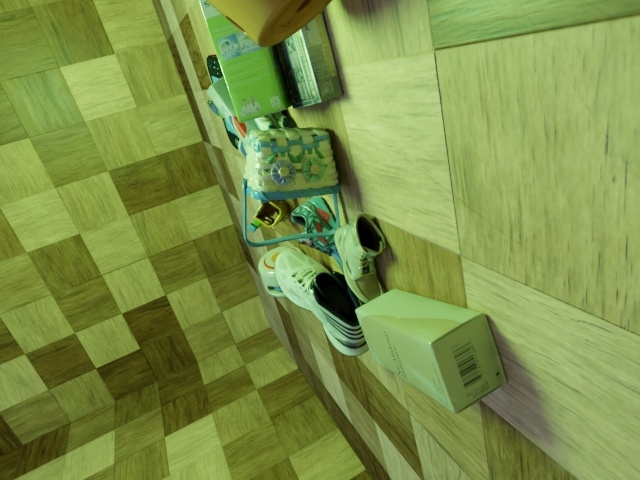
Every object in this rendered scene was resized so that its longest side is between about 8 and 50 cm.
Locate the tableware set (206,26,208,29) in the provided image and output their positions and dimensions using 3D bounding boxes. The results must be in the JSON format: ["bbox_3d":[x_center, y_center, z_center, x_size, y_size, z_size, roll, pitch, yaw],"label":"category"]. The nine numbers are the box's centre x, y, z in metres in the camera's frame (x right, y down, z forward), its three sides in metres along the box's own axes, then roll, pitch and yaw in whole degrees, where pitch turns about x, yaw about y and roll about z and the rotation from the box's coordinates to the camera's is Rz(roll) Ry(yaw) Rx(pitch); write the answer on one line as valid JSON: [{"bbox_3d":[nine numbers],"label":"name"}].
[{"bbox_3d":[-0.329,-0.755,1.384,0.194,0.039,0.128,36,134,49],"label":"tableware set"}]

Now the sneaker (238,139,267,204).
[{"bbox_3d":[-0.207,-0.292,1.497,0.182,0.127,0.316,-160,56,-72],"label":"sneaker"}]

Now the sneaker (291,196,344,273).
[{"bbox_3d":[0.000,0.000,1.209,0.262,0.125,0.104,58,161,28],"label":"sneaker"}]

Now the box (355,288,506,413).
[{"bbox_3d":[0.204,0.204,0.863,0.148,0.121,0.311,68,163,-7],"label":"box"}]

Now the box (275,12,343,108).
[{"bbox_3d":[-0.041,-0.413,0.918,0.183,0.056,0.231,27,137,65],"label":"box"}]

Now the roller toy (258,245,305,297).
[{"bbox_3d":[-0.142,0.126,1.685,0.209,0.191,0.146,43,152,52],"label":"roller toy"}]

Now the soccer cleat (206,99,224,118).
[{"bbox_3d":[-0.285,-0.498,1.461,0.121,0.093,0.289,39,152,-28],"label":"soccer cleat"}]

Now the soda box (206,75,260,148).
[{"bbox_3d":[-0.227,-0.376,1.329,0.286,0.098,0.091,55,164,-18],"label":"soda box"}]

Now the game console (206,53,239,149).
[{"bbox_3d":[-0.337,-0.520,1.672,0.342,0.060,0.387,45,153,51],"label":"game console"}]

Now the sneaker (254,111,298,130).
[{"bbox_3d":[-0.159,-0.357,1.257,0.283,0.110,0.122,64,163,10],"label":"sneaker"}]

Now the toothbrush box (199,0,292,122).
[{"bbox_3d":[-0.164,-0.445,1.012,0.206,0.122,0.283,-79,-27,-69],"label":"toothbrush box"}]

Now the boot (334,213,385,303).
[{"bbox_3d":[0.111,0.049,1.028,0.213,0.077,0.165,68,161,5],"label":"boot"}]

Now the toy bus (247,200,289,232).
[{"bbox_3d":[-0.173,-0.112,1.611,0.104,0.202,0.191,35,151,1],"label":"toy bus"}]

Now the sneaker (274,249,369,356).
[{"bbox_3d":[-0.001,0.122,1.289,0.447,0.169,0.258,43,157,34],"label":"sneaker"}]

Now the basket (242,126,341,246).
[{"bbox_3d":[-0.079,-0.131,1.066,0.201,0.254,0.289,-128,31,-58],"label":"basket"}]

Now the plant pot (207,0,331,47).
[{"bbox_3d":[-0.082,-0.456,0.668,0.203,0.291,0.291,51,165,-10],"label":"plant pot"}]
